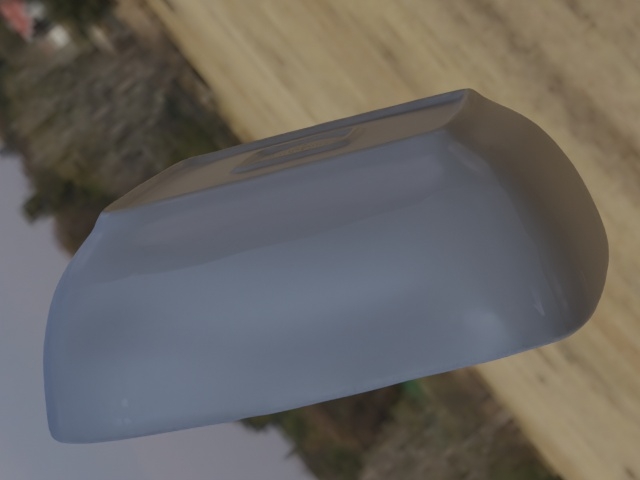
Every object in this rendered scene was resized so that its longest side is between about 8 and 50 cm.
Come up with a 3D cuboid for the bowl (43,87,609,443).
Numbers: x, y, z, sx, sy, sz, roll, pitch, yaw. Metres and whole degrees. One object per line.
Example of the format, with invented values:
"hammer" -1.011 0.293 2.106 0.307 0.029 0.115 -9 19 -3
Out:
"bowl" 0.000 0.000 0.471 0.142 0.142 0.053 -47 -58 -74
